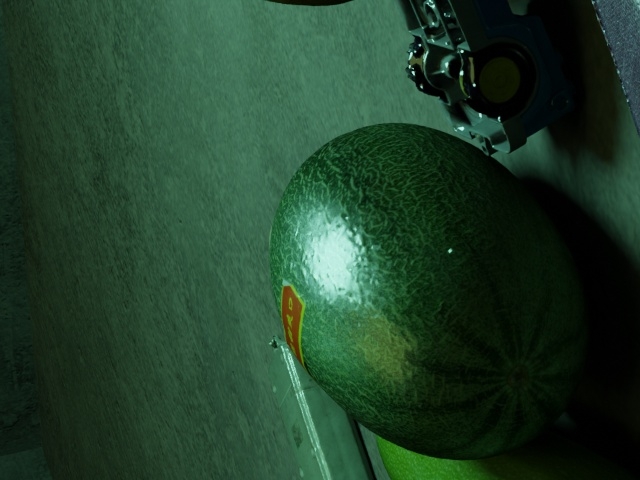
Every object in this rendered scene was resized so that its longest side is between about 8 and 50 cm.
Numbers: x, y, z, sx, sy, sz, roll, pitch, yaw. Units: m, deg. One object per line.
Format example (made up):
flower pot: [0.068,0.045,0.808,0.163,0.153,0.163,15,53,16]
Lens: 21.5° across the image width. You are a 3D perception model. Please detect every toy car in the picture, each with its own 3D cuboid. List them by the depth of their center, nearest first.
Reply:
toy car: [0.096,-0.149,1.013,0.191,0.100,0.097,64,168,-21]

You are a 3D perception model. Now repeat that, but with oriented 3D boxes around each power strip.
power strip: [0.013,0.212,1.563,0.078,0.052,0.272,113,141,-61]

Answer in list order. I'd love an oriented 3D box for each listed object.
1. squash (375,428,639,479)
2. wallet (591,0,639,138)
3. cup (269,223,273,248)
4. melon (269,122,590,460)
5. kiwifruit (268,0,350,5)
squash: [0.127,0.165,1.081,0.395,0.107,0.107,-154,55,-67]
wallet: [0.176,-0.112,0.874,0.111,0.030,0.166,139,117,-69]
cup: [0.000,0.000,1.423,0.078,0.077,0.100,109,146,-58]
melon: [0.061,0.024,1.071,0.288,0.182,0.182,-120,25,-55]
kiwifruit: [-0.009,-0.272,1.091,0.196,0.196,0.234,-133,38,-59]
